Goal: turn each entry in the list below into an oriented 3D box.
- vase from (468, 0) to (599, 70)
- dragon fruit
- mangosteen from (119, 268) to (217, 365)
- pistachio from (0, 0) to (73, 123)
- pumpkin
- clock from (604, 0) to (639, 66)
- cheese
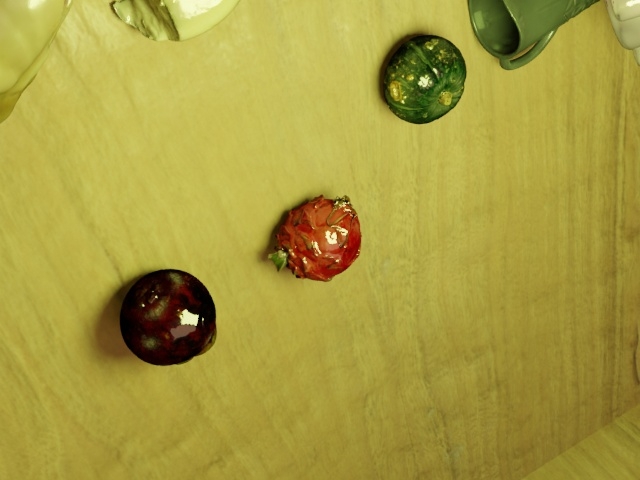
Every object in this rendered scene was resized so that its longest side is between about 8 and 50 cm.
[{"bbox_3d":[0.464,-0.492,1.951,0.301,0.156,0.251,-28,139,-23],"label":"vase"},{"bbox_3d":[0.000,0.000,1.938,0.209,0.172,0.172,-37,134,12],"label":"dragon fruit"},{"bbox_3d":[-0.298,0.158,1.827,0.210,0.210,0.209,-17,127,-24],"label":"mangosteen"},{"bbox_3d":[-0.522,-0.365,1.265,0.366,0.281,0.445,-3,117,8],"label":"pistachio"},{"bbox_3d":[0.214,-0.327,1.881,0.190,0.146,0.190,-15,124,-23],"label":"pumpkin"},{"bbox_3d":[0.654,-0.550,1.921,0.113,0.322,0.295,-13,150,27],"label":"clock"},{"bbox_3d":[-0.244,-0.463,1.508,0.233,0.127,0.266,-30,128,-10],"label":"cheese"}]
